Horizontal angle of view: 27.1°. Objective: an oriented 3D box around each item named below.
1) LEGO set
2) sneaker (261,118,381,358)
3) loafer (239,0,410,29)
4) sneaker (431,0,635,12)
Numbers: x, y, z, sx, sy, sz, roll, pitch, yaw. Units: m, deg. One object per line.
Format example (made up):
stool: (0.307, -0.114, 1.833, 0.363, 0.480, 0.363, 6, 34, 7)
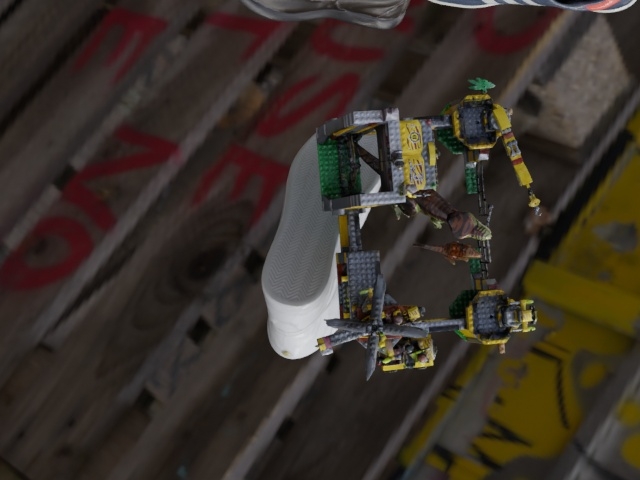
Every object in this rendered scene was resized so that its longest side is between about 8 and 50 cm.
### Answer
LEGO set: (0.121, -0.017, 1.410, 0.255, 0.192, 0.331, 4, 88, -14)
sneaker: (0.000, 0.000, 1.599, 0.169, 0.108, 0.292, 93, 19, -56)
loafer: (0.004, -0.268, 1.324, 0.220, 0.080, 0.078, -1, 150, -35)
sneaker: (0.275, -0.389, 1.855, 0.148, 0.350, 0.131, -18, 112, -77)
